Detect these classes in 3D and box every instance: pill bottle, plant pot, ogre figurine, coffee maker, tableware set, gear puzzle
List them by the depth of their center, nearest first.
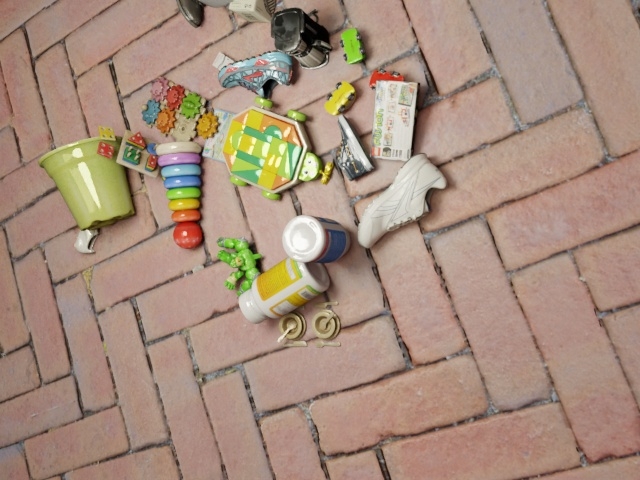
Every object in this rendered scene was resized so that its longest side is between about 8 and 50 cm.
[{"bbox_3d":[0.000,0.000,1.649,0.124,0.221,0.124,-1,87,26],"label":"pill bottle"},{"bbox_3d":[-0.061,-0.587,1.726,0.120,0.178,0.171,-26,77,21],"label":"coffee maker"},{"bbox_3d":[-0.108,0.138,1.741,0.245,0.136,0.136,-33,75,20],"label":"pill bottle"},{"bbox_3d":[-0.039,0.245,1.758,0.194,0.039,0.128,-6,85,25],"label":"tableware set"},{"bbox_3d":[-0.242,0.068,1.837,0.118,0.096,0.197,-29,60,40],"label":"ogre figurine"},{"bbox_3d":[-0.456,-0.404,1.962,0.339,0.044,0.175,30,101,29],"label":"gear puzzle"},{"bbox_3d":[-0.738,-0.175,2.005,0.276,0.276,0.254,-20,90,23],"label":"plant pot"}]

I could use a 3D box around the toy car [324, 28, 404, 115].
[{"bbox_3d":[0.110,-0.479,1.710,0.239,0.053,0.225,-15,81,23],"label":"toy car"}]

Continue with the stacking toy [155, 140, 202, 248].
[{"bbox_3d":[-0.431,-0.138,1.922,0.141,0.141,0.330,-4,93,25],"label":"stacking toy"}]

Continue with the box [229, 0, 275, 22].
[{"bbox_3d":[-0.183,-0.805,1.831,0.094,0.113,0.275,14,95,26],"label":"box"}]

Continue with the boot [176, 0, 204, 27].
[{"bbox_3d":[-0.340,-0.821,1.917,0.229,0.091,0.263,-11,81,25],"label":"boot"}]

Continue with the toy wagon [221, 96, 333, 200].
[{"bbox_3d":[-0.126,-0.256,1.790,0.344,0.068,0.267,24,104,21],"label":"toy wagon"}]

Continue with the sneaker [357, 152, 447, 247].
[{"bbox_3d":[0.211,-0.088,1.620,0.129,0.111,0.297,43,107,14],"label":"sneaker"}]

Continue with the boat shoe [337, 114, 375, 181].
[{"bbox_3d":[0.074,-0.258,1.710,0.083,0.065,0.183,-31,77,19],"label":"boat shoe"}]

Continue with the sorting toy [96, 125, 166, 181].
[{"bbox_3d":[-0.574,-0.287,1.947,0.046,0.274,0.132,-37,40,44],"label":"sorting toy"}]

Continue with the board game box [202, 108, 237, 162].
[{"bbox_3d":[-0.303,-0.325,1.914,0.103,0.026,0.154,20,96,25],"label":"board game box"}]

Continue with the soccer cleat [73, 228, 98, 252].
[{"bbox_3d":[-0.801,-0.052,2.123,0.076,0.068,0.196,11,94,10],"label":"soccer cleat"}]

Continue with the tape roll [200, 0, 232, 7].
[{"bbox_3d":[-0.308,-0.806,1.802,0.219,0.072,0.219,-5,82,35],"label":"tape roll"}]

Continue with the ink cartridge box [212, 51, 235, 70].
[{"bbox_3d":[-0.305,-0.557,1.923,0.083,0.028,0.048,37,103,23],"label":"ink cartridge box"}]

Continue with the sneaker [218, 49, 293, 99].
[{"bbox_3d":[-0.199,-0.480,1.829,0.261,0.104,0.125,-7,95,33],"label":"sneaker"}]

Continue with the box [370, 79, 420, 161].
[{"bbox_3d":[0.199,-0.320,1.636,0.114,0.036,0.207,10,107,19],"label":"box"}]
